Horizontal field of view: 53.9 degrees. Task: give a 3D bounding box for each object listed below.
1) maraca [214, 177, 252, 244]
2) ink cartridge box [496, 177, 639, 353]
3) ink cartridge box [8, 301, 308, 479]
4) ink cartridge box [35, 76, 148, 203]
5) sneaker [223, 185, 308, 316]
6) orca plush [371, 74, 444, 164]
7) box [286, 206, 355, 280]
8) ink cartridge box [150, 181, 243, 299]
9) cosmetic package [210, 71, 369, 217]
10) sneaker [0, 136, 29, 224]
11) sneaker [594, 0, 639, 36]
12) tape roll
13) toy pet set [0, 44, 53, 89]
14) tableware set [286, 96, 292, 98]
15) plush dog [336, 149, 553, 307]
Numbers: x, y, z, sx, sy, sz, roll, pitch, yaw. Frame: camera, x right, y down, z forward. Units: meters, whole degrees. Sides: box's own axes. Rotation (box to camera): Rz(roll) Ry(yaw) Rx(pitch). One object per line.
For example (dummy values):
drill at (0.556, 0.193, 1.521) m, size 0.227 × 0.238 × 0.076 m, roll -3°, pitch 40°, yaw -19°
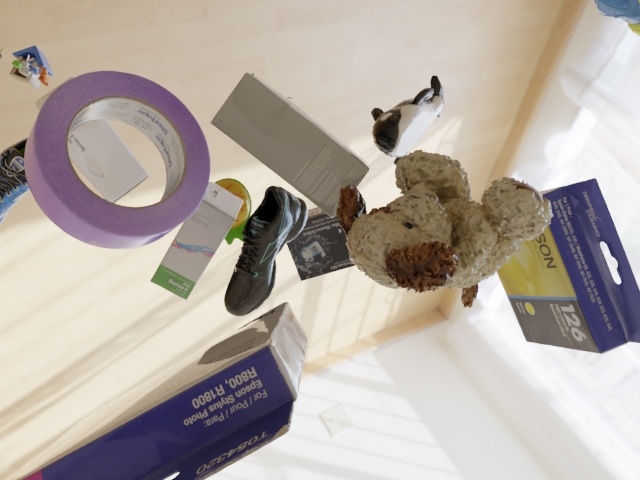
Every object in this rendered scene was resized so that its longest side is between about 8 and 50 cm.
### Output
maraca at (-0.251, -0.081, 1.754) m, size 0.127 × 0.186 × 0.099 m, roll -10°, pitch -175°, yaw 6°
ink cartridge box at (0.433, 0.057, 1.163) m, size 0.072 × 0.304 × 0.307 m, roll -23°, pitch -178°, yaw -15°
ink cartridge box at (-0.172, 0.193, 0.680) m, size 0.324 × 0.071 × 0.330 m, roll -29°, pitch -178°, yaw 3°
ink cartridge box at (-0.528, -0.234, 1.452) m, size 0.114 × 0.273 × 0.198 m, roll -38°, pitch 132°, yaw -8°
sneaker at (-0.124, 0.015, 1.215) m, size 0.267 × 0.101 × 0.106 m, roll -65°, pitch 148°, yaw -12°
orca plush at (0.150, -0.245, 1.180) m, size 0.287 × 0.102 × 0.151 m, roll -51°, pitch 162°, yaw -38°
box at (0.000, 0.000, 1.618) m, size 0.156 × 0.093 × 0.158 m, roll -17°, pitch 109°, yaw 11°
ink cartridge box at (-0.259, -0.004, 1.338) m, size 0.093 × 0.154 × 0.212 m, roll 29°, pitch 106°, yaw -10°
cosmetic package at (-0.041, -0.151, 0.984) m, size 0.107 × 0.238 × 0.127 m, roll -54°, pitch -179°, yaw 12°
sneaker at (-0.726, -0.141, 1.438) m, size 0.130 × 0.330 × 0.147 m, roll 40°, pitch 138°, yaw -17°
sneaker at (0.352, -0.338, 0.674) m, size 0.091 × 0.126 × 0.240 m, roll -36°, pitch 139°, yaw -34°
tape roll at (-0.320, -0.128, 1.012) m, size 0.274 × 0.275 × 0.090 m, roll -7°, pitch 169°, yaw -36°
toy pet set at (-0.500, -0.309, 1.073) m, size 0.114 × 0.122 × 0.065 m, roll 85°, pitch 28°, yaw -79°
tableware set at (-0.141, -0.337, 1.537) m, size 0.154 × 0.104 × 0.024 m, roll -40°, pitch 138°, yaw -64°
plush dog at (0.138, 0.001, 0.847) m, size 0.225 × 0.262 × 0.211 m, roll -5°, pitch 113°, yaw -29°
